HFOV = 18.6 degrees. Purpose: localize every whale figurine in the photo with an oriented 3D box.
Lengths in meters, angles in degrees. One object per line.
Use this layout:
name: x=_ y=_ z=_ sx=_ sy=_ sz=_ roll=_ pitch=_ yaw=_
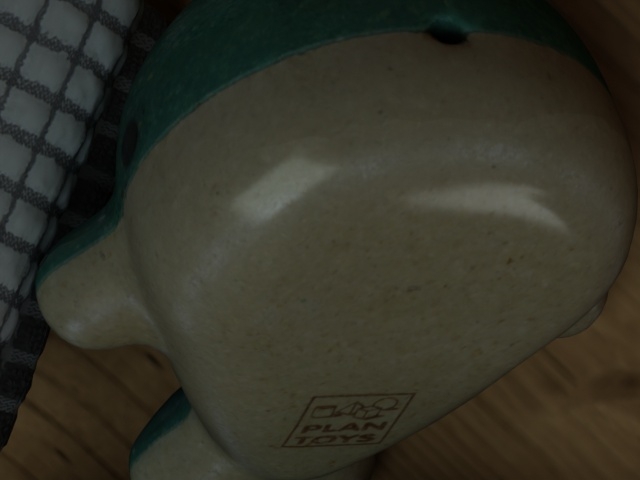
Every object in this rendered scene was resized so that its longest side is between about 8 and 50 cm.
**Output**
whale figurine: x=0.000 y=0.000 z=0.714 sx=0.216 sy=0.141 sz=0.272 roll=-2 pitch=145 yaw=-19

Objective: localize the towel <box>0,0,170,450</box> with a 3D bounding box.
towel: x=-0.224 y=-0.031 z=0.730 sx=0.283 sy=0.121 sz=0.235 roll=22 pitch=85 yaw=10
